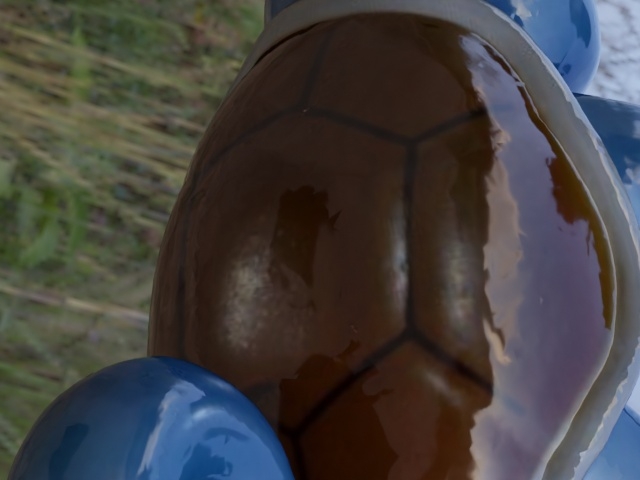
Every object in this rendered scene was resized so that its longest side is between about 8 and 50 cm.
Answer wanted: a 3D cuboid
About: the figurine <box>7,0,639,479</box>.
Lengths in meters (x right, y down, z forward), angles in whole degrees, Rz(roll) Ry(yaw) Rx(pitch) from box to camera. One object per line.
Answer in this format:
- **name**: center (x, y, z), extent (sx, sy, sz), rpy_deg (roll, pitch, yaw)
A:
- **figurine**: center (0.018, 0.033, 0.646), extent (0.298, 0.243, 0.416), rpy_deg (-14, -144, 35)
